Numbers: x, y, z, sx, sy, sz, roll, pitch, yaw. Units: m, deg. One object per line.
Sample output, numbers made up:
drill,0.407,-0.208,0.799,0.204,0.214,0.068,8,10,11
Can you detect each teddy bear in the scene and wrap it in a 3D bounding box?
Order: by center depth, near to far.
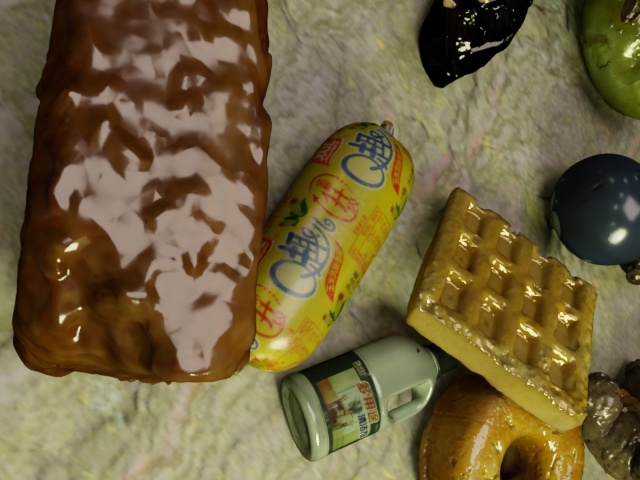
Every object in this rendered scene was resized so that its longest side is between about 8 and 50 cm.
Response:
teddy bear,0.449,0.247,1.013,0.190,0.177,0.140,-32,144,-26

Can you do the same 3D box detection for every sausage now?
sausage,0.000,0.000,0.802,0.123,0.123,0.347,39,69,-18

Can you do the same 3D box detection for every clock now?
clock,0.433,-0.034,1.026,0.243,0.146,0.200,12,55,-29

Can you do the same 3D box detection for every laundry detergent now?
laundry detergent,0.067,0.168,0.850,0.225,0.070,0.099,-16,83,-29

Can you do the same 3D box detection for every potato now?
potato,0.477,-0.302,1.082,0.186,0.148,0.254,1,89,0

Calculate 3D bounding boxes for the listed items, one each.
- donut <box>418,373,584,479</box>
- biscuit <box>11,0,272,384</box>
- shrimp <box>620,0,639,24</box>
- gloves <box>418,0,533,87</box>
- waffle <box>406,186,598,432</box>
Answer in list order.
donut,0.222,0.276,0.895,0.226,0.113,0.227,3,83,-26
biscuit,-0.154,-0.081,0.613,0.166,0.342,0.396,7,78,-23
shrimp,0.458,-0.401,0.961,0.145,0.061,0.267,33,85,-52
gloves,0.202,-0.292,0.900,0.124,0.203,0.165,17,75,-23
waffle,0.225,0.078,0.884,0.247,0.055,0.221,36,45,-8
